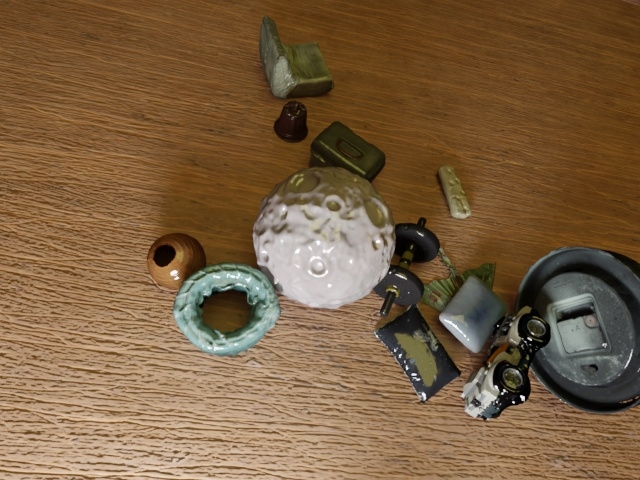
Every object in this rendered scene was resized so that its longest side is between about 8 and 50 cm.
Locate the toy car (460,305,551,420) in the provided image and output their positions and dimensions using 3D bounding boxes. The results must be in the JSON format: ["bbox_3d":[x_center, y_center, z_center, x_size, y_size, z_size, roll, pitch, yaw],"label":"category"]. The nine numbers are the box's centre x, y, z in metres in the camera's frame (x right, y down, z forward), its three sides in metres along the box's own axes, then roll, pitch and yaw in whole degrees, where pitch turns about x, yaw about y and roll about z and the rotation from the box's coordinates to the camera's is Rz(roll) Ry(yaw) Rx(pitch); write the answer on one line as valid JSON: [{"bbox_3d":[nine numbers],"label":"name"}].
[{"bbox_3d":[0.448,0.292,1.041,0.118,0.193,0.301,28,57,19],"label":"toy car"}]

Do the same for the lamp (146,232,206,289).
[{"bbox_3d":[-0.338,0.049,1.011,0.136,0.136,0.136,6,60,-10],"label":"lamp"}]

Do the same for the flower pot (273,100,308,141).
[{"bbox_3d":[-0.085,-0.376,1.331,0.111,0.089,0.111,6,60,-11],"label":"flower pot"}]

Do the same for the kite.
[{"bbox_3d":[0.396,0.138,1.209,0.322,0.013,0.268,-13,66,-21],"label":"kite"}]

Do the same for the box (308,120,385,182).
[{"bbox_3d":[0.074,-0.235,1.269,0.210,0.129,0.148,37,59,7],"label":"box"}]

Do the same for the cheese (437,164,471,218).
[{"bbox_3d":[0.424,-0.156,1.361,0.064,0.043,0.194,-3,62,-14],"label":"cheese"}]

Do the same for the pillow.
[{"bbox_3d":[0.246,0.277,1.073,0.141,0.055,0.208,-29,71,-17],"label":"pillow"}]

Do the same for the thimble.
[{"bbox_3d":[-0.203,0.159,0.966,0.235,0.143,0.199,4,69,-9],"label":"thimble"}]

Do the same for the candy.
[{"bbox_3d":[0.405,0.192,1.135,0.138,0.071,0.174,45,64,4],"label":"candy"}]

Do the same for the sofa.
[{"bbox_3d":[-0.075,-0.601,1.408,0.225,0.176,0.210,-9,64,-18],"label":"sofa"}]

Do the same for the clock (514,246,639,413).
[{"bbox_3d":[0.633,0.204,1.018,0.076,0.386,0.386,0,62,-19],"label":"clock"}]

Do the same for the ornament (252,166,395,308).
[{"bbox_3d":[0.000,0.000,1.005,0.337,0.337,0.337,6,60,-10],"label":"ornament"}]

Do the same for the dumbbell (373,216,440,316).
[{"bbox_3d":[0.223,0.061,1.133,0.143,0.143,0.325,28,59,3],"label":"dumbbell"}]
